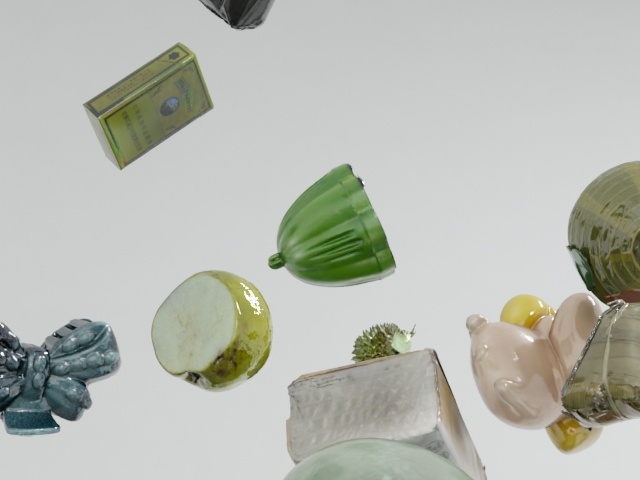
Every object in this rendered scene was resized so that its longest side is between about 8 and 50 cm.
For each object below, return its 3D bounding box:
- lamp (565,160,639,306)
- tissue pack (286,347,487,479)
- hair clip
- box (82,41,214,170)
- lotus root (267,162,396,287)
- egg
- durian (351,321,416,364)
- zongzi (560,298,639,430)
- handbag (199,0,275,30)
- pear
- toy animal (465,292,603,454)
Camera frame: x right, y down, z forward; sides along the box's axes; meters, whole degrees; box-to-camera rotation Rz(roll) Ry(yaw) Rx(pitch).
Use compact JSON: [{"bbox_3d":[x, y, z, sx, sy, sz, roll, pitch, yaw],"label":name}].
[{"bbox_3d":[0.507,-0.008,1.952,0.250,0.250,0.284,3,10,-1],"label":"lamp"},{"bbox_3d":[0.101,0.328,1.669,0.238,0.238,0.305,-6,-40,18],"label":"tissue pack"},{"bbox_3d":[-0.515,0.231,2.161,0.310,0.206,0.194,9,-3,-31],"label":"hair clip"},{"bbox_3d":[-0.311,-0.246,2.249,0.064,0.220,0.141,39,-23,36],"label":"box"},{"bbox_3d":[0.000,0.000,1.782,0.186,0.186,0.186,2,-26,1],"label":"lotus root"},{"bbox_3d":[0.072,0.340,1.285,0.258,0.258,0.352,21,2,-33],"label":"egg"},{"bbox_3d":[0.103,0.205,2.185,0.095,0.137,0.220,35,12,14],"label":"durian"},{"bbox_3d":[0.425,0.158,1.598,0.099,0.194,0.197,46,-34,-21],"label":"zongzi"},{"bbox_3d":[-0.116,-0.401,1.449,0.080,0.223,0.247,-16,-40,-56],"label":"handbag"},{"bbox_3d":[-0.115,0.109,1.414,0.141,0.141,0.104,-13,-30,29],"label":"pear"},{"bbox_3d":[0.416,0.183,2.065,0.247,0.277,0.345,-29,-39,33],"label":"toy animal"}]
